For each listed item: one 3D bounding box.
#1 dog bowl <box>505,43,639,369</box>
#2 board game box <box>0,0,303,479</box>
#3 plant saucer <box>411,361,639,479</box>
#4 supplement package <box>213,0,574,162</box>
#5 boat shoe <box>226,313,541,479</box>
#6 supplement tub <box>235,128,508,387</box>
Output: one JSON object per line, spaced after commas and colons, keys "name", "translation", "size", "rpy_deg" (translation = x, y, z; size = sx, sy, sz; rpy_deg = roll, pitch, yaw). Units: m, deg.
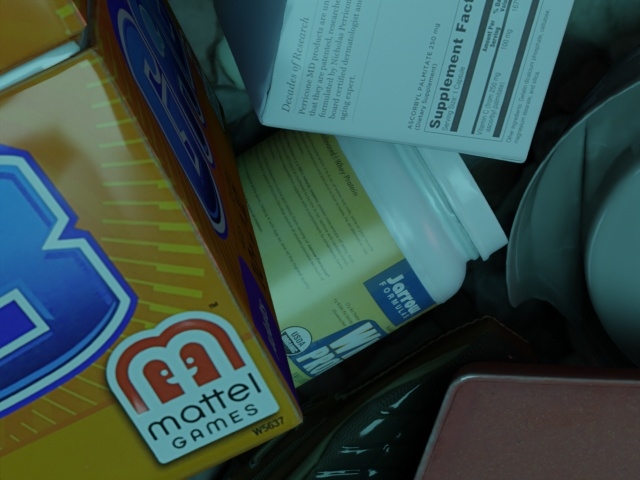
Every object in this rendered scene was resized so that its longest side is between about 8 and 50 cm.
{"name": "dog bowl", "translation": [0.296, 0.002, 0.779], "size": [0.348, 0.102, 0.349], "rpy_deg": [9, 131, 11]}
{"name": "board game box", "translation": [-0.261, -0.067, 0.570], "size": [0.356, 0.356, 0.356], "rpy_deg": [-26, 118, 3]}
{"name": "plant saucer", "translation": [0.164, 0.172, 0.801], "size": [0.258, 0.048, 0.259], "rpy_deg": [4, 125, -16]}
{"name": "supplement package", "translation": [0.045, -0.206, 0.641], "size": [0.145, 0.204, 0.262], "rpy_deg": [7, 115, -15]}
{"name": "boat shoe", "translation": [0.010, 0.158, 0.863], "size": [0.122, 0.120, 0.324], "rpy_deg": [36, 111, -30]}
{"name": "supplement tub", "translation": [0.000, 0.000, 0.770], "size": [0.199, 0.144, 0.144], "rpy_deg": [-31, 117, 6]}
